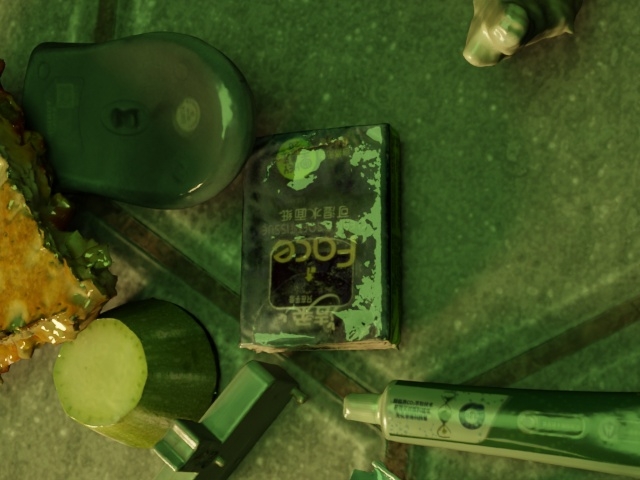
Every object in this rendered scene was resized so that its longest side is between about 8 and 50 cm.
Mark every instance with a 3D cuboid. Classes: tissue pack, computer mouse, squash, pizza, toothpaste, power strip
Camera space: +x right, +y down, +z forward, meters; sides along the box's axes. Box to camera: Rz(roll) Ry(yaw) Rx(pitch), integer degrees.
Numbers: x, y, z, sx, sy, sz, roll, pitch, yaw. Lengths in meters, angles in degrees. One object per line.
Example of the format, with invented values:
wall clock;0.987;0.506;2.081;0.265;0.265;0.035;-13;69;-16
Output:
tissue pack;0.000;0.000;1.745;0.173;0.073;0.235;-2;79;21
computer mouse;-0.200;-0.132;1.806;0.371;0.122;0.188;4;93;36
squash;-0.209;0.143;1.776;0.170;0.123;0.170;-3;82;24
pizza;-0.345;0.033;1.792;0.406;0.130;0.440;22;102;42
toothpaste;0.210;0.183;1.650;0.392;0.061;0.099;4;82;17
power strip;-0.118;0.221;1.712;0.061;0.145;0.216;40;96;22

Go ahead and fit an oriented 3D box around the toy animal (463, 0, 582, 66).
toy animal;0.272;-0.291;1.640;0.266;0.188;0.308;-43;26;41

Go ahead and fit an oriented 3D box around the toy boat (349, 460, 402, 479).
toy boat;0.161;0.317;1.641;0.210;0.070;0.291;-34;68;7
